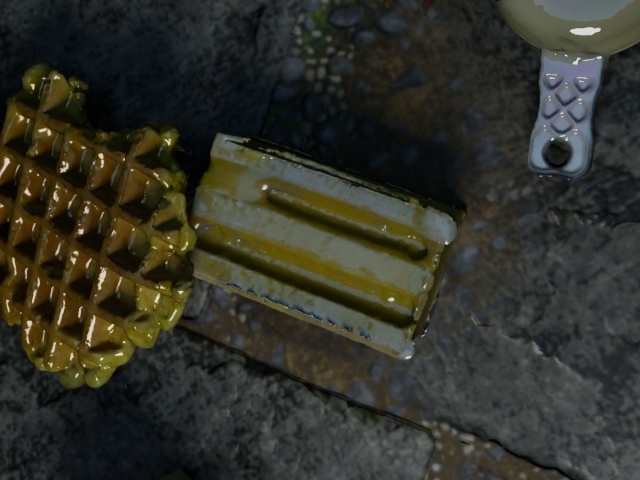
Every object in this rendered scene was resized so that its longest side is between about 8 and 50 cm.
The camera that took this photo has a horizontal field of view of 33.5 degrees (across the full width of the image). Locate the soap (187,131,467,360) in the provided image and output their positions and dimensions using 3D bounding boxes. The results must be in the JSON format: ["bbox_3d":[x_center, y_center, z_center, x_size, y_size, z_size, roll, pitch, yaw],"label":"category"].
[{"bbox_3d":[0.000,0.000,0.935,0.233,0.076,0.135,20,99,15],"label":"soap"}]

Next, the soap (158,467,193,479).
[{"bbox_3d":[-0.134,0.330,0.930,0.199,0.182,0.138,44,104,12],"label":"soap"}]

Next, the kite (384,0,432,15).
[{"bbox_3d":[0.112,-0.306,0.923,0.127,0.016,0.229,24,98,18],"label":"kite"}]

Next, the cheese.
[{"bbox_3d":[0.211,-0.192,0.861,0.163,0.082,0.286,13,96,17],"label":"cheese"}]

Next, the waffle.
[{"bbox_3d":[-0.224,-0.017,0.973,0.300,0.058,0.281,50,118,25],"label":"waffle"}]
